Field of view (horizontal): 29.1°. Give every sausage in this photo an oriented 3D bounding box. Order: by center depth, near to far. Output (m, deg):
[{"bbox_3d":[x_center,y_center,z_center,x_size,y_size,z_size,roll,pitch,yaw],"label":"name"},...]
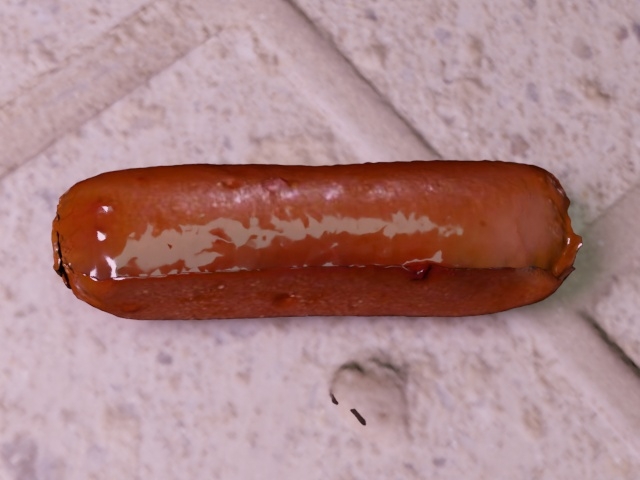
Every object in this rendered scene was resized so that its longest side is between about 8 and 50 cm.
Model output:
[{"bbox_3d":[0.000,0.000,0.776,0.330,0.102,0.102,-1,69,-11],"label":"sausage"}]
